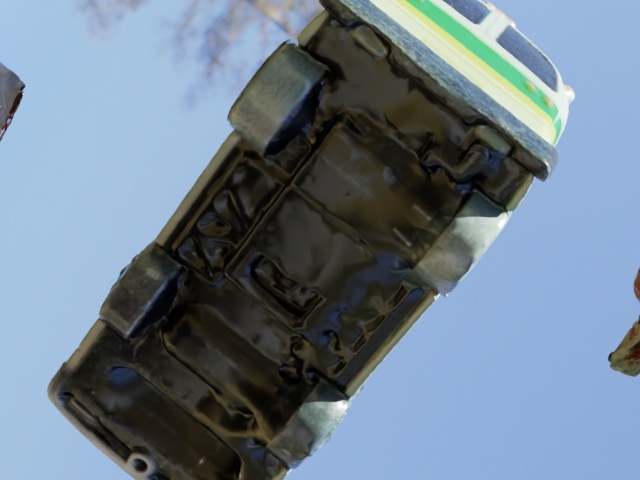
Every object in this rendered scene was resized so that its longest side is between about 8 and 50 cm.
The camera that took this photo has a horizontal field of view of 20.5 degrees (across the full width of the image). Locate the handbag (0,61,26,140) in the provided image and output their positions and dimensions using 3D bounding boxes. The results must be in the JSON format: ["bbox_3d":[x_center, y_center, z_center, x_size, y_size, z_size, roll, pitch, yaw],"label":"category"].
[{"bbox_3d":[-0.311,-0.077,1.140,0.215,0.155,0.169,22,-94,27],"label":"handbag"}]

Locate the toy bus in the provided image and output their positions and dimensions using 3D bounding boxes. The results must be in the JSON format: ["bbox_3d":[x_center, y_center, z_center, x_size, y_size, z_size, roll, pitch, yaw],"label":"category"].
[{"bbox_3d":[0.000,0.000,0.877,0.276,0.134,0.165,-51,179,31],"label":"toy bus"}]

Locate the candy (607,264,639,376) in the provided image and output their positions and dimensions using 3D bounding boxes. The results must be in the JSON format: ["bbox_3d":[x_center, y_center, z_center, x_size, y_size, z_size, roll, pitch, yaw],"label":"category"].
[{"bbox_3d":[0.348,0.005,1.670,0.086,0.059,0.292,-15,-139,55],"label":"candy"}]
